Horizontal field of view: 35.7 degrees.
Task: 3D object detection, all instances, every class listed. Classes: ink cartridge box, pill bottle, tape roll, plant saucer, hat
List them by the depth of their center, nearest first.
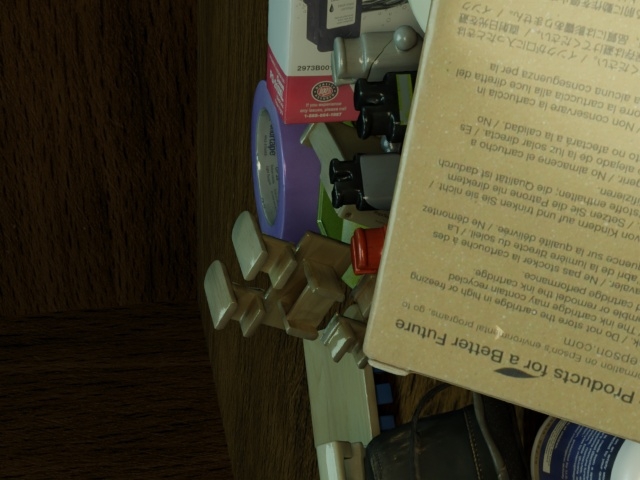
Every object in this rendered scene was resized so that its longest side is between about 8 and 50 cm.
[{"bbox_3d":[0.152,-0.016,0.402,0.088,0.234,0.193,-45,-32,-63],"label":"ink cartridge box"},{"bbox_3d":[0.202,0.146,0.597,0.169,0.094,0.094,160,105,-77],"label":"pill bottle"},{"bbox_3d":[0.102,0.217,0.746,0.331,0.133,0.332,-16,-90,-81],"label":"hat"},{"bbox_3d":[0.041,-0.245,0.983,0.100,0.171,0.237,-114,23,-54],"label":"ink cartridge box"},{"bbox_3d":[0.034,-0.044,1.365,0.188,0.045,0.188,-113,22,-52],"label":"plant saucer"},{"bbox_3d":[-0.044,-0.119,1.582,0.275,0.090,0.275,176,90,-78],"label":"tape roll"}]

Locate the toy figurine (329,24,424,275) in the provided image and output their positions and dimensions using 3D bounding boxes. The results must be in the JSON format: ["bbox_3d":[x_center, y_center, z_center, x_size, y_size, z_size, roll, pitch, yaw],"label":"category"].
[{"bbox_3d":[0.093,-0.085,0.907,0.210,0.148,0.213,-107,15,-62],"label":"toy figurine"}]

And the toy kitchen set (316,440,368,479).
[{"bbox_3d":[0.107,0.286,1.139,0.207,0.166,0.122,25,-127,-62],"label":"toy kitchen set"}]

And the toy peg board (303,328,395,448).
[{"bbox_3d":[0.054,0.196,1.344,0.160,0.079,0.161,-25,70,60],"label":"toy peg board"}]

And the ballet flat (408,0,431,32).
[{"bbox_3d":[0.125,-0.192,0.621,0.483,0.181,0.164,-109,18,-48],"label":"ballet flat"}]

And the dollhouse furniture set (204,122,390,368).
[{"bbox_3d":[0.000,0.000,1.190,0.242,0.212,0.161,-57,33,25],"label":"dollhouse furniture set"}]
